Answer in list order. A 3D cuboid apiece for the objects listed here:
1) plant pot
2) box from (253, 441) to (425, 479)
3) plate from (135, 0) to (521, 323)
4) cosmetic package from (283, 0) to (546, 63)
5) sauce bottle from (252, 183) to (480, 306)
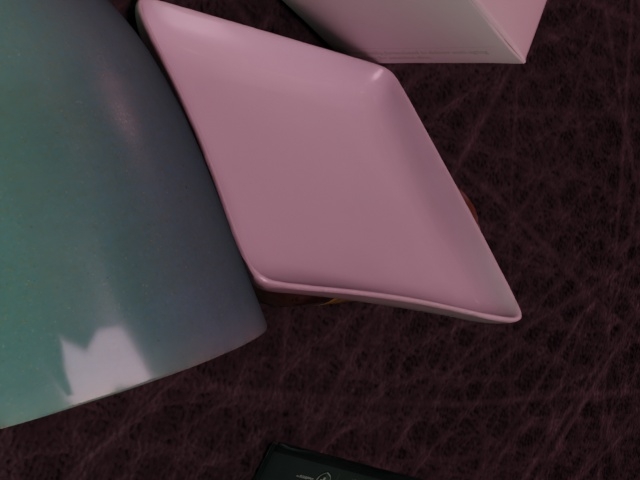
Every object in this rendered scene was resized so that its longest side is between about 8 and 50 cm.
[{"bbox_3d":[-0.199,-0.025,0.837,0.293,0.293,0.235,-17,94,-49],"label":"plant pot"},{"bbox_3d":[0.019,0.268,1.192,0.051,0.220,0.175,52,57,-45],"label":"box"},{"bbox_3d":[-0.001,-0.050,1.124,0.277,0.045,0.278,9,45,-42],"label":"plate"},{"bbox_3d":[0.115,-0.339,1.237,0.155,0.197,0.365,38,68,-45],"label":"cosmetic package"},{"bbox_3d":[0.000,0.000,1.213,0.344,0.111,0.111,-5,100,-52],"label":"sauce bottle"}]
